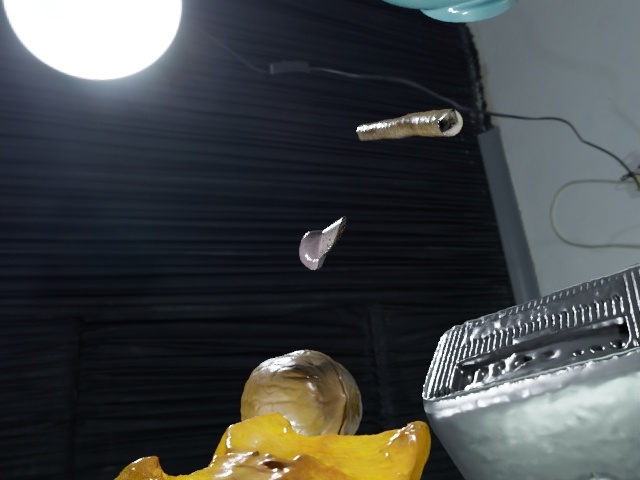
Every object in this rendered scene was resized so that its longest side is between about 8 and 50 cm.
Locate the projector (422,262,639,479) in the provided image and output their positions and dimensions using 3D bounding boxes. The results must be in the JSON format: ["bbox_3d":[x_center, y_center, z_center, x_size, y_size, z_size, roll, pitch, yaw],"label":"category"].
[{"bbox_3d":[0.424,0.283,0.790,0.395,0.242,0.405,-28,102,35],"label":"projector"}]

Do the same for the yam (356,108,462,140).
[{"bbox_3d":[0.144,-0.204,0.931,0.045,0.045,0.327,-64,21,0],"label":"yam"}]

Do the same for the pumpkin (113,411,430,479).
[{"bbox_3d":[-0.022,0.239,0.510,0.258,0.290,0.095,-41,-39,-84],"label":"pumpkin"}]

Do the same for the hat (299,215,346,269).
[{"bbox_3d":[0.000,-0.003,0.706,0.087,0.042,0.058,-59,-4,18],"label":"hat"}]

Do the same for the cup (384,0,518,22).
[{"bbox_3d":[0.128,-0.347,0.459,0.289,0.219,0.257,57,169,40],"label":"cup"}]

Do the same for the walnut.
[{"bbox_3d":[-0.029,0.247,0.774,0.207,0.167,0.167,-25,64,48],"label":"walnut"}]
